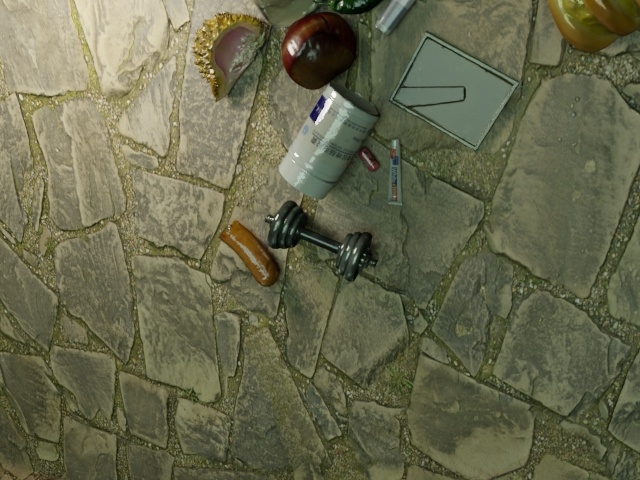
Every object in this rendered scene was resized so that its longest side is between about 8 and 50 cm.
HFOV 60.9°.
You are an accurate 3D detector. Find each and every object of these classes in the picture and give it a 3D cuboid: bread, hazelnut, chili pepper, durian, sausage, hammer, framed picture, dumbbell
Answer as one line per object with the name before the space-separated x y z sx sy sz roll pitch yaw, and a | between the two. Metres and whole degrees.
bread | 0.701 -0.645 1.344 0.270 0.211 0.316 -18 98 25
hazelnut | -0.008 -0.578 1.628 0.229 0.229 0.230 6 110 17
chili pepper | 0.113 -0.711 1.578 0.278 0.065 0.122 -16 139 21
durian | -0.337 -0.635 1.774 0.196 0.185 0.305 53 127 22
sausage | -0.248 0.049 1.969 0.109 0.109 0.270 -38 92 26
hammer | 0.155 -0.260 1.755 0.043 0.043 0.083 -35 94 25
framed picture | 0.391 -0.442 1.623 0.315 0.024 0.232 32 115 6
dumbbell | 0.000 0.000 1.822 0.406 0.179 0.179 23 114 11

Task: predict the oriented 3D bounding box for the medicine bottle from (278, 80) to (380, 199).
medicine bottle | 0.021 -0.306 1.703 0.190 0.190 0.332 36 115 4

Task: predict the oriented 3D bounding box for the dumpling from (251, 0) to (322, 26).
dumpling | -0.110 -0.820 1.564 0.315 0.233 0.395 -6 124 16

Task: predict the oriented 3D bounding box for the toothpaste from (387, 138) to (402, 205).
toothpaste | 0.241 -0.218 1.748 0.052 0.033 0.218 7 114 21

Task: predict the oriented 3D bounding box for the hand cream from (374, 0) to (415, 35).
hand cream | 0.252 -0.712 1.565 0.079 0.048 0.255 40 115 5
